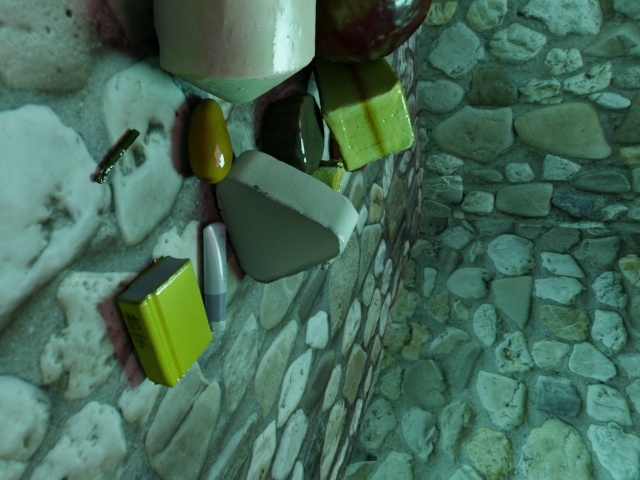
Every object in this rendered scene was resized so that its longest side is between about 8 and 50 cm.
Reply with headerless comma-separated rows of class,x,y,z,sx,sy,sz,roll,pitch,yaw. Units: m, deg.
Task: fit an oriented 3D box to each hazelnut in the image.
hazelnut,0.082,-0.647,1.206,0.352,0.422,0.420,-81,165,-54

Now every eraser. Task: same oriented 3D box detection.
eraser,-0.301,0.158,0.937,0.158,0.069,0.225,-51,141,-52
eraser,-0.108,-0.030,1.189,0.149,0.332,0.331,-63,150,-46

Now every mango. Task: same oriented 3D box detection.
mango,-0.231,-0.212,0.995,0.102,0.085,0.183,5,85,-70

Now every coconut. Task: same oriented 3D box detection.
coconut,-0.154,-0.406,0.859,0.297,0.298,0.309,-55,159,-51

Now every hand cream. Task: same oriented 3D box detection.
hand cream,-0.243,0.084,1.099,0.079,0.048,0.254,-22,113,-72

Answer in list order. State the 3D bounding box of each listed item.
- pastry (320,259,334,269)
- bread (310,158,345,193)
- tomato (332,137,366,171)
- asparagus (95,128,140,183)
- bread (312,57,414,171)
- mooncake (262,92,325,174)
pastry,0.001,-0.005,1.640,0.258,0.089,0.121,64,25,-58
bread,0.011,-0.229,1.520,0.160,0.140,0.169,74,26,-64
tomato,0.122,-0.352,1.771,0.195,0.136,0.194,6,90,-68
asparagus,-0.347,-0.145,0.810,0.018,0.015,0.127,67,36,-48
bread,0.119,-0.446,1.462,0.244,0.234,0.361,60,14,-47
mooncake,-0.072,-0.294,1.326,0.228,0.125,0.227,1,90,-70
